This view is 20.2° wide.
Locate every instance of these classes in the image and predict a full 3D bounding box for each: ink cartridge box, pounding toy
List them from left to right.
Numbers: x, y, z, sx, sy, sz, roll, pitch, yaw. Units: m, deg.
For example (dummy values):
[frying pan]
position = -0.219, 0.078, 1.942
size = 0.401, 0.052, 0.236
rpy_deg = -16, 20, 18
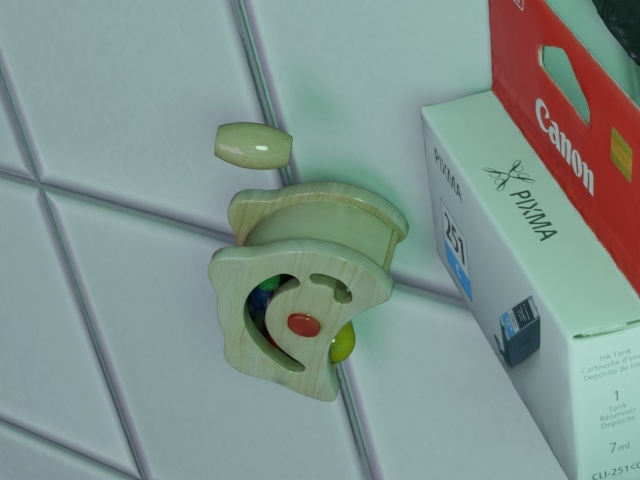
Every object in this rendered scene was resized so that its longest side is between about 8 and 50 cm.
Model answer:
[pounding toy]
position = 0.000, 0.000, 1.508
size = 0.154, 0.154, 0.269
rpy_deg = 8, 142, 11
[ink cartridge box]
position = 0.141, -0.022, 1.194
size = 0.296, 0.066, 0.261
rpy_deg = -117, 15, -53

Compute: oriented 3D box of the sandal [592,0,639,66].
[sandal]
position = 0.325, -0.048, 1.039
size = 0.446, 0.107, 0.167
rpy_deg = 41, 144, 18
